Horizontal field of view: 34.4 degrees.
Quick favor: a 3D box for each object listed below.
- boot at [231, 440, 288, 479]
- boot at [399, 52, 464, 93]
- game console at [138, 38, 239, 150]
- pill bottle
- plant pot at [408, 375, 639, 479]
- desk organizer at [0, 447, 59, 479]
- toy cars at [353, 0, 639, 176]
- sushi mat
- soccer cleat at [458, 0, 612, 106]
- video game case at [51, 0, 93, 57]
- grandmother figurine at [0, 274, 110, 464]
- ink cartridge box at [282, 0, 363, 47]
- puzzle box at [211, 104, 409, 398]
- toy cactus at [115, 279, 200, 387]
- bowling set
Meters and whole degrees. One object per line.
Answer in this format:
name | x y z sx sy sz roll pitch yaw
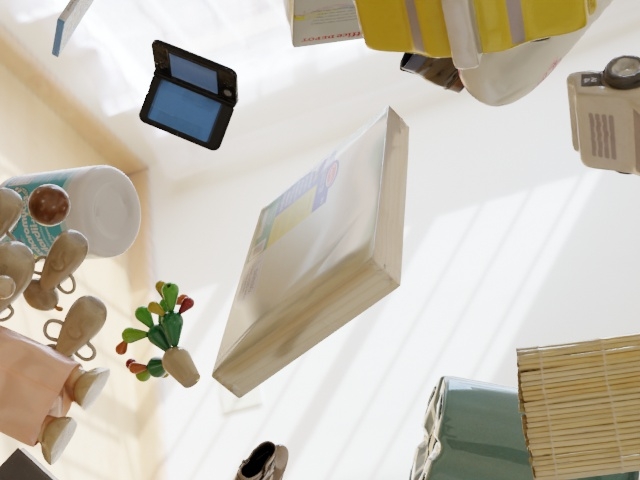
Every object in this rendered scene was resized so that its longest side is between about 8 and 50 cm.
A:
boot | -0.063 0.249 1.146 0.118 0.042 0.087 -52 165 -44
boot | 0.206 -0.318 1.604 0.219 0.106 0.082 118 -20 -49
game console | -0.176 -0.190 1.358 0.107 0.122 0.071 98 16 -65
pill bottle | -0.429 -0.038 1.657 0.146 0.264 0.146 11 77 -57
plant pot | 0.346 0.400 1.842 0.341 0.334 0.341 16 90 -90
desk organizer | -0.316 0.299 1.199 0.130 0.047 0.050 43 -12 -1
toy cars | 0.197 -0.130 0.785 0.393 0.176 0.087 26 47 -12
sushi mat | 0.365 0.159 1.070 0.019 0.316 0.151 66 17 -60
soccer cleat | 0.252 -0.278 1.007 0.116 0.331 0.143 36 -8 -19
video game case | -0.414 -0.408 1.783 0.166 0.015 0.119 -67 -172 -26
grandmother figurine | -0.419 0.121 1.137 0.208 0.342 0.104 -59 175 -33
ink cartridge box | 0.014 -0.370 1.417 0.176 0.128 0.127 99 -19 -64
puzzle box | 0.000 0.000 1.373 0.052 0.272 0.409 42 28 -19
toy cactus | -0.257 0.179 1.752 0.112 0.219 0.180 3 35 -47
bowling set | -0.372 0.034 1.282 0.287 0.154 0.200 36 29 -3
